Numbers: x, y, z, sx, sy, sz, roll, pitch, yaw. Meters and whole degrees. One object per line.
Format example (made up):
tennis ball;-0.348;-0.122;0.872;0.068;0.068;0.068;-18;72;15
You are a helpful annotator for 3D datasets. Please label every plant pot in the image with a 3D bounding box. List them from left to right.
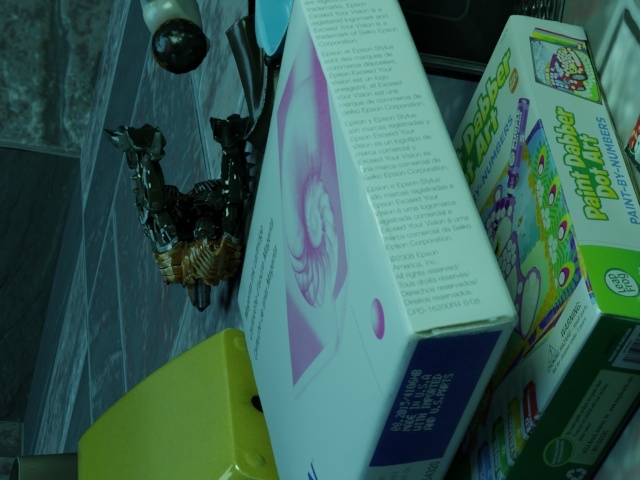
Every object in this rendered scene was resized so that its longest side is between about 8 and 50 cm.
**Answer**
plant pot;-0.047;0.190;1.194;0.187;0.212;0.212;-56;27;33

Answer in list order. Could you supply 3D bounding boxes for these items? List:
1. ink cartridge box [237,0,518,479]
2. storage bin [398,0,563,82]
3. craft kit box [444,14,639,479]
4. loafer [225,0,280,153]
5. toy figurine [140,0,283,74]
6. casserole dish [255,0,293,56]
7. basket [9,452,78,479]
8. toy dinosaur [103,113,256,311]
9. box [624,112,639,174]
ink cartridge box;0.006;0.006;0.986;0.324;0.071;0.330;104;154;-52
storage bin;0.088;-0.196;1.020;0.084;0.122;0.180;-167;85;-75
craft kit box;0.113;0.039;0.950;0.246;0.061;0.250;-95;20;-47
loafer;-0.063;-0.198;1.653;0.080;0.078;0.220;149;128;-71
toy figurine;-0.055;-0.238;1.406;0.148;0.210;0.213;-107;28;-46
casserole dish;-0.005;-0.214;1.135;0.114;0.037;0.188;-101;25;-44
basket;-0.206;0.297;1.644;0.154;0.227;0.204;132;143;-64
toy dinosaur;-0.130;-0.023;1.776;0.322;0.164;0.218;10;107;57
box;0.191;-0.049;0.753;0.137;0.027;0.094;-107;31;-58
